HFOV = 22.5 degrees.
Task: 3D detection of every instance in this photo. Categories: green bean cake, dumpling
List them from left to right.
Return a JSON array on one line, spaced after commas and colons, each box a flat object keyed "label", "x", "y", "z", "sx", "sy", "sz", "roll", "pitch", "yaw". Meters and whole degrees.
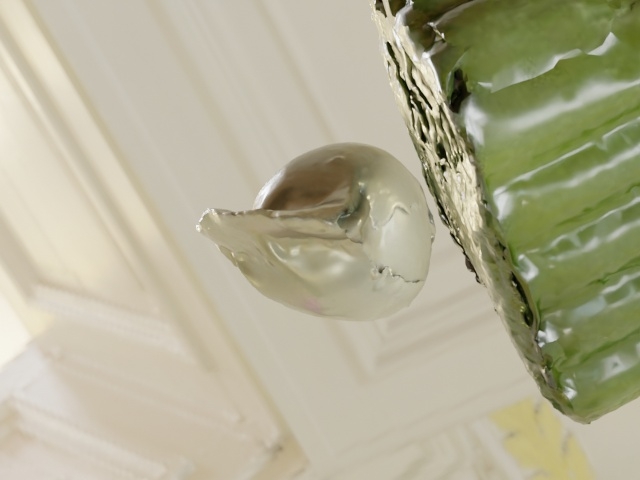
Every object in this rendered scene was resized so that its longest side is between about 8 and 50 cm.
[{"label": "dumpling", "x": 0.000, "y": 0.000, "z": 0.972, "sx": 0.127, "sy": 0.108, "sz": 0.188, "roll": -14, "pitch": 174, "yaw": 26}, {"label": "green bean cake", "x": 0.102, "y": -0.048, "z": 0.732, "sx": 0.113, "sy": 0.214, "sz": 0.200, "roll": -24, "pitch": -149, "yaw": 2}]
